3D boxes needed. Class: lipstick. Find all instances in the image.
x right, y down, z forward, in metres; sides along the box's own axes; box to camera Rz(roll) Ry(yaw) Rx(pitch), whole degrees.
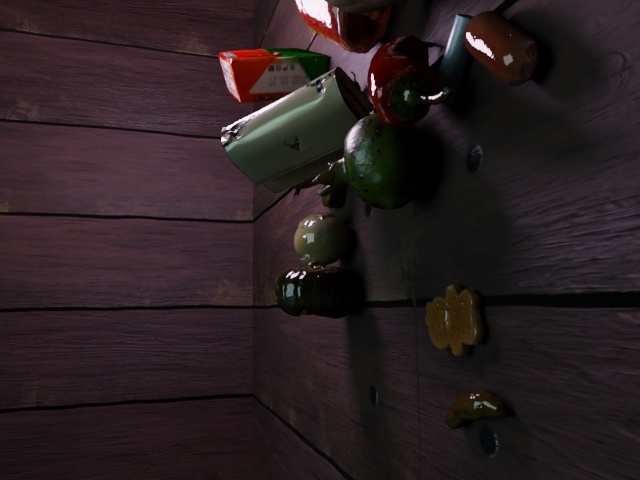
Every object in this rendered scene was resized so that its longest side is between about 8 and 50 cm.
[{"bbox_3d":[0.255,-0.341,0.997,0.048,0.048,0.158,-113,29,-52],"label":"lipstick"}]

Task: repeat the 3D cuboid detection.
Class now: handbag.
[{"bbox_3d":[-0.048,-0.279,1.379,0.358,0.237,0.160,-21,57,26],"label":"handbag"}]

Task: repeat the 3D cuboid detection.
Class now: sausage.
[{"bbox_3d":[0.290,-0.312,0.848,0.194,0.077,0.077,-106,25,-47],"label":"sausage"}]

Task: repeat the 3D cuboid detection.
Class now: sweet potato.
[{"bbox_3d":[0.260,0.294,0.923,0.182,0.054,0.053,119,157,-60],"label":"sweet potato"}]

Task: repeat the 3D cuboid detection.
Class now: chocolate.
[{"bbox_3d":[-0.180,-0.616,1.938,0.360,0.341,0.161,-127,32,-62],"label":"chocolate"}]

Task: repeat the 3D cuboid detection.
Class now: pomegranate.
[{"bbox_3d":[0.111,-0.164,1.126,0.211,0.263,0.211,-12,-90,-85],"label":"pomegranate"}]

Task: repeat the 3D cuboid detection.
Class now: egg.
[{"bbox_3d":[0.001,-0.003,1.581,0.201,0.164,0.164,-21,68,58],"label":"egg"}]

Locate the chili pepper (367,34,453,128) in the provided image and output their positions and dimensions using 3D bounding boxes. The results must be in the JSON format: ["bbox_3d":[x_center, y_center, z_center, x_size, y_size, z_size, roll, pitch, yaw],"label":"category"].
[{"bbox_3d":[0.152,-0.279,0.984,0.338,0.131,0.134,-82,-6,-56],"label":"chili pepper"}]

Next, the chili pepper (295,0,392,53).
[{"bbox_3d":[0.076,-0.639,1.376,0.305,0.229,0.251,53,136,48],"label":"chili pepper"}]

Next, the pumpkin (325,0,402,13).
[{"bbox_3d":[0.133,-0.613,1.008,0.199,0.332,0.332,31,119,55],"label":"pumpkin"}]

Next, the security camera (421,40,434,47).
[{"bbox_3d":[0.212,-0.379,1.136,0.058,0.058,0.092,-121,31,-60],"label":"security camera"}]

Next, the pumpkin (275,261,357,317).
[{"bbox_3d":[-0.012,0.141,1.504,0.238,0.238,0.159,179,98,-72],"label":"pumpkin"}]

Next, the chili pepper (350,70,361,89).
[{"bbox_3d":[0.089,-0.411,1.526,0.191,0.050,0.059,98,163,-61],"label":"chili pepper"}]

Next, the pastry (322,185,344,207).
[{"bbox_3d":[0.038,-0.148,1.652,0.109,0.057,0.097,146,125,-68],"label":"pastry"}]

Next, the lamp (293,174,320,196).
[{"bbox_3d":[-0.064,-0.260,1.684,0.250,0.250,0.284,-113,20,-53],"label":"lamp"}]

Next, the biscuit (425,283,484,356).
[{"bbox_3d":[0.253,0.156,0.998,0.184,0.027,0.133,119,147,-58],"label":"biscuit"}]
